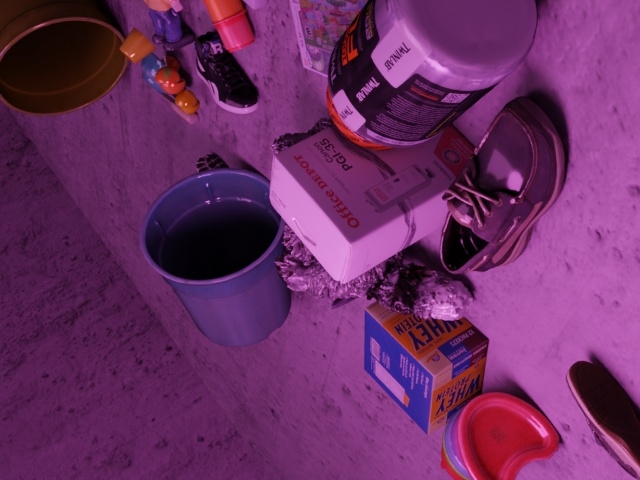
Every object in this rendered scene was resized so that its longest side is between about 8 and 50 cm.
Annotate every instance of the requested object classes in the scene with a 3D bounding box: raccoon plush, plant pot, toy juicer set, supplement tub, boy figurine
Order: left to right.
[{"bbox_3d":[-0.758,-0.593,2.686,0.353,0.367,0.366,62,159,26],"label":"plant pot"},{"bbox_3d":[-0.364,-0.570,2.180,0.177,0.092,0.285,35,145,46],"label":"boy figurine"},{"bbox_3d":[-0.356,-0.387,2.398,0.209,0.089,0.329,42,175,12],"label":"toy juicer set"},{"bbox_3d":[-0.221,0.065,2.353,0.341,0.341,0.334,43,158,35],"label":"plant pot"},{"bbox_3d":[0.092,-0.056,1.830,0.446,0.216,0.299,10,116,25],"label":"raccoon plush"},{"bbox_3d":[0.136,-0.257,1.374,0.207,0.207,0.338,59,156,4],"label":"supplement tub"}]

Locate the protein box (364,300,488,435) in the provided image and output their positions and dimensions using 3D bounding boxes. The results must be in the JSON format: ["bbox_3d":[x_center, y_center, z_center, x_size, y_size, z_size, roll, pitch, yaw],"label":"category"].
[{"bbox_3d":[0.197,0.221,1.885,0.201,0.136,0.199,43,151,35],"label":"protein box"}]

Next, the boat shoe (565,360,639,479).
[{"bbox_3d":[0.451,0.289,1.518,0.223,0.080,0.073,50,150,13],"label":"boat shoe"}]

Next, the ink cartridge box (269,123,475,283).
[{"bbox_3d":[0.090,-0.092,1.557,0.207,0.283,0.117,50,155,24],"label":"ink cartridge box"}]

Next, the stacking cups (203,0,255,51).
[{"bbox_3d":[-0.212,-0.530,1.936,0.096,0.096,0.316,9,129,61],"label":"stacking cups"}]

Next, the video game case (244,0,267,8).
[{"bbox_3d":[-0.195,-0.599,1.668,0.329,0.036,0.300,46,151,29],"label":"video game case"}]

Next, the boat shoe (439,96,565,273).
[{"bbox_3d":[0.257,-0.057,1.452,0.132,0.130,0.355,47,153,29],"label":"boat shoe"}]

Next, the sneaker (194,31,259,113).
[{"bbox_3d":[-0.211,-0.369,2.111,0.217,0.079,0.121,45,154,35],"label":"sneaker"}]

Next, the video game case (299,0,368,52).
[{"bbox_3d":[0.042,-0.386,1.602,0.212,0.023,0.193,25,138,39],"label":"video game case"}]

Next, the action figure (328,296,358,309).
[{"bbox_3d":[0.000,0.000,2.087,0.285,0.099,0.185,65,166,-1],"label":"action figure"}]

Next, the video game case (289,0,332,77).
[{"bbox_3d":[0.011,-0.365,1.738,0.190,0.022,0.173,32,144,48],"label":"video game case"}]

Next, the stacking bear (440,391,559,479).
[{"bbox_3d":[0.303,0.392,1.855,0.164,0.175,0.289,52,163,14],"label":"stacking bear"}]

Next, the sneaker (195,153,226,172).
[{"bbox_3d":[-0.254,-0.146,2.476,0.170,0.068,0.071,50,160,22],"label":"sneaker"}]
